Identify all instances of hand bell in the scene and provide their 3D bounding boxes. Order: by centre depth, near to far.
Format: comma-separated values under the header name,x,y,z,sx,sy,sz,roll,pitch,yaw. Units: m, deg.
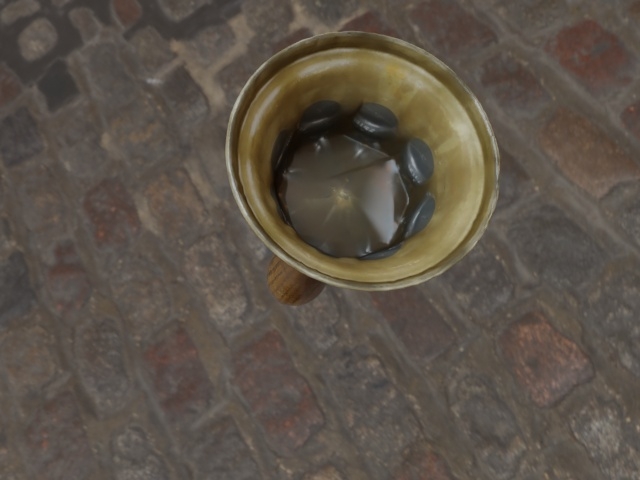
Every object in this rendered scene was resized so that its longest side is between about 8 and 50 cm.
name,x,y,z,sx,sy,sz,roll,pitch,yaw
hand bell,0.000,0.000,0.520,0.126,0.242,0.126,3,71,-9
